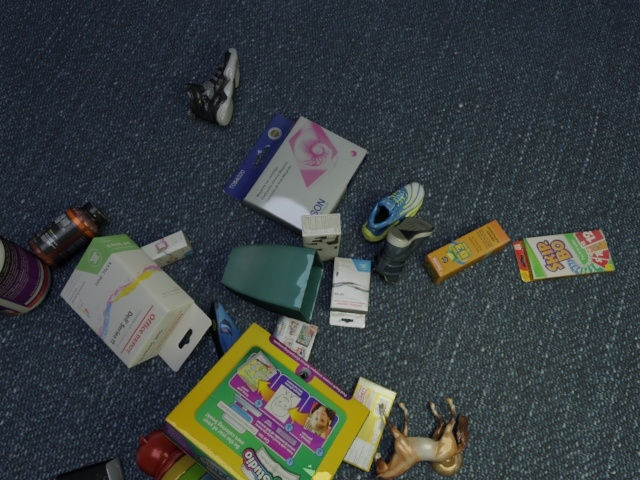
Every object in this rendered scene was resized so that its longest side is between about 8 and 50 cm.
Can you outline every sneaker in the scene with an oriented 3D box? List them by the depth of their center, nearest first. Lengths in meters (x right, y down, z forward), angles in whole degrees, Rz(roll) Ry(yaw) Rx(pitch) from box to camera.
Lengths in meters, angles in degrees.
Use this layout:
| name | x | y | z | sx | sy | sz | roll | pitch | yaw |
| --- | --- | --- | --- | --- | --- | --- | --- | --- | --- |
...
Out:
| name | x | y | z | sx | sy | sz | roll | pitch | yaw |
| --- | --- | --- | --- | --- | --- | --- | --- | --- | --- |
| sneaker | -0.242 | 0.258 | 1.306 | 0.082 | 0.069 | 0.210 | -7 | 62 | -31 |
| sneaker | 0.230 | 0.027 | 1.374 | 0.086 | 0.164 | 0.226 | 34 | 33 | 27 |
| sneaker | 0.219 | -0.094 | 1.388 | 0.091 | 0.126 | 0.240 | 41 | 76 | 12 |
| sneaker | -0.345 | -0.496 | 1.535 | 0.152 | 0.101 | 0.269 | 7 | 74 | -1 |

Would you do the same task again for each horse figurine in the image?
| name | x | y | z | sx | sy | sz | roll | pitch | yaw |
| --- | --- | --- | --- | --- | --- | --- | --- | --- | --- |
| horse figurine | 0.257 | 0.491 | 1.211 | 0.263 | 0.066 | 0.175 | -3 | 64 | -3 |

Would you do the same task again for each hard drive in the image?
| name | x | y | z | sx | sy | sz | roll | pitch | yaw |
| --- | --- | --- | --- | --- | --- | --- | --- | --- | --- |
| hard drive | -0.546 | 0.673 | 1.160 | 0.171 | 0.054 | 0.255 | -15 | 72 | -6 |

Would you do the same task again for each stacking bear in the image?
| name | x | y | z | sx | sy | sz | roll | pitch | yaw |
| --- | --- | --- | --- | --- | --- | --- | --- | --- | --- |
| stacking bear | -0.319 | 0.565 | 1.153 | 0.289 | 0.175 | 0.164 | 36 | 67 | 21 |

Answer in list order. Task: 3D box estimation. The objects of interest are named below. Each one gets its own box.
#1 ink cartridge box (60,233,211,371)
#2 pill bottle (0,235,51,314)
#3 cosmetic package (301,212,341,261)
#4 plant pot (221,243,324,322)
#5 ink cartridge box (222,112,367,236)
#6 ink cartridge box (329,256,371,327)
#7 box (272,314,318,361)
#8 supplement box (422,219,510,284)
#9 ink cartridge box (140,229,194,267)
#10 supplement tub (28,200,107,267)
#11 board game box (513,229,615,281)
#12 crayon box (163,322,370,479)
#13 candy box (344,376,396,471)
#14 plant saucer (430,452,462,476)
| name | x | y | z | sx | sy | sz | roll | pitch | yaw |
| --- | --- | --- | --- | --- | --- | --- | --- | --- | --- |
| ink cartridge box | -0.477 | 0.174 | 1.257 | 0.353 | 0.119 | 0.207 | 40 | 106 | 12 |
| pill bottle | -0.840 | 0.074 | 1.222 | 0.181 | 0.323 | 0.182 | 0 | 71 | -1 |
| cosmetic package | 0.000 | 0.000 | 1.296 | 0.098 | 0.239 | 0.061 | -2 | 72 | -1 |
| plant pot | -0.131 | 0.103 | 1.308 | 0.234 | 0.166 | 0.166 | 11 | 71 | 13 |
| ink cartridge box | -0.077 | -0.208 | 1.458 | 0.329 | 0.071 | 0.324 | 29 | 74 | 8 |
| ink cartridge box | 0.082 | 0.144 | 1.341 | 0.104 | 0.060 | 0.180 | 5 | 71 | 1 |
| box | -0.088 | 0.313 | 1.295 | 0.114 | 0.036 | 0.207 | 17 | 72 | 6 |
| supplement box | 0.409 | 0.033 | 1.372 | 0.233 | 0.080 | 0.078 | -28 | 71 | -7 |
| ink cartridge box | -0.428 | 0.028 | 1.363 | 0.122 | 0.088 | 0.052 | -23 | 76 | -7 |
| supplement tub | -0.705 | -0.023 | 1.371 | 0.198 | 0.106 | 0.106 | -41 | 76 | -13 |
| board game box | 0.695 | 0.044 | 1.395 | 0.259 | 0.039 | 0.124 | -7 | 71 | 0 |
| crayon box | -0.115 | 0.420 | 1.124 | 0.362 | 0.106 | 0.313 | 35 | 50 | 9 |
| candy box | 0.111 | 0.468 | 1.247 | 0.105 | 0.027 | 0.206 | 22 | 72 | 8 |
| plant saucer | 0.319 | 0.550 | 1.227 | 0.083 | 0.015 | 0.084 | 0 | 71 | 0 |
